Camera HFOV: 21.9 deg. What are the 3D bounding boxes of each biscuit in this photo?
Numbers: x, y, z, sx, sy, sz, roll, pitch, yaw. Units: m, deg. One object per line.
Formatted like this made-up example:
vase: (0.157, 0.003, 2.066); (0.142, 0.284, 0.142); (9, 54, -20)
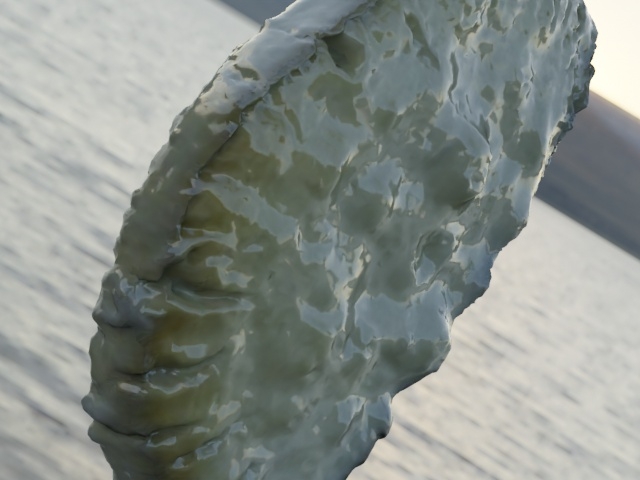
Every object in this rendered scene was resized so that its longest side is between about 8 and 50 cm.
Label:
biscuit: (0.000, 0.000, 0.622); (0.084, 0.281, 0.179); (32, -1, 34)
